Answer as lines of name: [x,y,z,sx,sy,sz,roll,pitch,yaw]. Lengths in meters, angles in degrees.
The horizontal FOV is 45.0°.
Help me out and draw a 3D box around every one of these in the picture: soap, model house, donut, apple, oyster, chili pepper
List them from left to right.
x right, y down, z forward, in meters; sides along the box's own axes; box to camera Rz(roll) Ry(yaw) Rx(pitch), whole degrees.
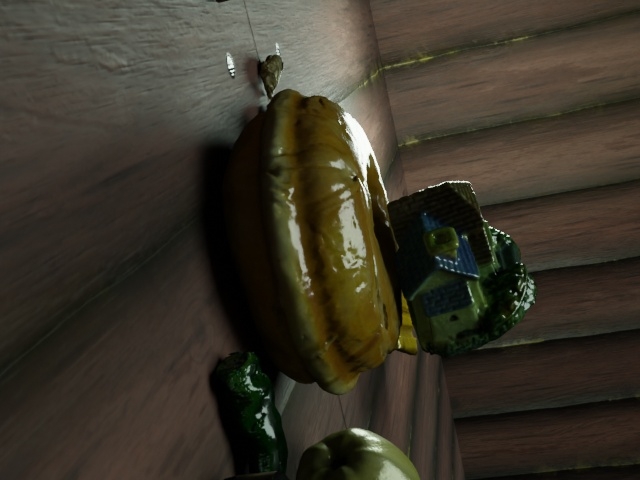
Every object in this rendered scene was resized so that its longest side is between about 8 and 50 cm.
chili pepper: [-0.072,0.241,0.938,0.098,0.061,0.224,-77,153,-75]
oyster: [-0.093,-0.287,1.346,0.083,0.038,0.080,-147,-111,-70]
donut: [0.000,0.000,1.129,0.449,0.198,0.449,-11,90,-79]
apple: [0.056,0.367,1.114,0.200,0.200,0.200,-10,90,-77]
soap: [0.167,0.187,1.930,0.324,0.096,0.204,32,49,-73]
model house: [0.195,0.024,1.117,0.214,0.195,0.189,-91,159,-48]

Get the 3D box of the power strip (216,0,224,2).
power strip: [-0.092,-0.402,1.129,0.154,0.154,0.078,-68,144,-67]

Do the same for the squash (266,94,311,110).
squash: [-0.056,-0.220,1.335,0.132,0.105,0.105,23,56,-53]

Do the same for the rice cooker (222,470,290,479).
rice cooker: [-0.067,0.320,0.803,0.165,0.106,0.112,-101,177,-53]
